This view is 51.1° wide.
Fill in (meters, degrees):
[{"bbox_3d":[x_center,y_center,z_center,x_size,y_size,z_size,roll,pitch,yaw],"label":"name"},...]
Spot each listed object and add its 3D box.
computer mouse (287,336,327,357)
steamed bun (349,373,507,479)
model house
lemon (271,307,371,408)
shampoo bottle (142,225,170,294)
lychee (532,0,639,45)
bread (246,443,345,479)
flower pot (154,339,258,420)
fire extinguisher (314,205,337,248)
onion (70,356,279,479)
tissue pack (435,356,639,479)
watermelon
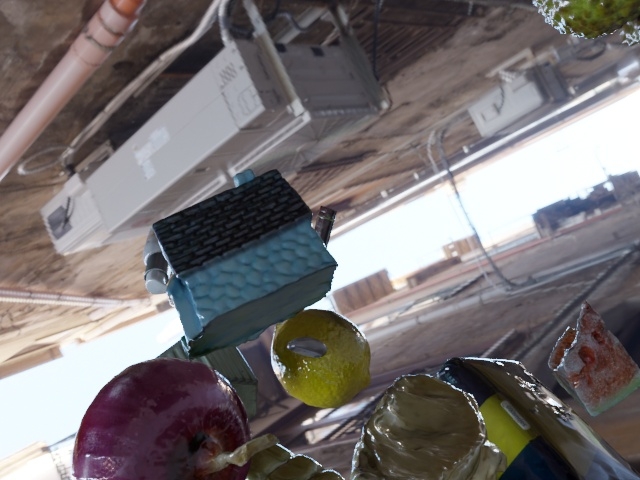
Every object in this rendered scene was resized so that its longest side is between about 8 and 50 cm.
[{"bbox_3d":[-0.030,0.253,1.612,0.096,0.066,0.039,18,-114,-13],"label":"computer mouse"},{"bbox_3d":[0.181,0.355,1.005,0.428,0.247,0.189,-33,-53,-76],"label":"steamed bun"},{"bbox_3d":[-0.145,0.029,1.099,0.261,0.226,0.241,-25,-104,-15],"label":"model house"},{"bbox_3d":[-0.005,0.308,1.789,0.310,0.253,0.253,30,-145,21],"label":"lemon"},{"bbox_3d":[-0.325,0.036,1.358,0.074,0.074,0.192,39,-155,-26],"label":"shampoo bottle"},{"bbox_3d":[0.441,-0.453,1.045,0.320,0.270,0.270,41,-138,1],"label":"lychee"},{"bbox_3d":[-0.038,0.612,1.478,0.210,0.341,0.301,-18,-74,-50],"label":"bread"},{"bbox_3d":[-0.284,0.361,1.644,0.189,0.239,0.209,48,171,43],"label":"flower pot"},{"bbox_3d":[0.000,0.000,1.566,0.043,0.064,0.158,8,-80,-40],"label":"fire extinguisher"},{"bbox_3d":[-0.286,0.403,1.264,0.358,0.345,0.358,2,-95,-21],"label":"onion"},{"bbox_3d":[0.407,0.448,1.365,0.264,0.253,0.416,13,-159,-35],"label":"tissue pack"},{"bbox_3d":[0.370,0.169,0.906,0.121,0.158,0.098,41,-102,22],"label":"watermelon"}]
